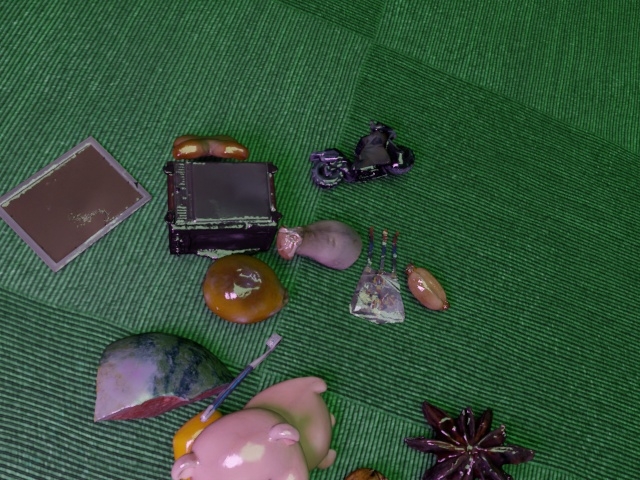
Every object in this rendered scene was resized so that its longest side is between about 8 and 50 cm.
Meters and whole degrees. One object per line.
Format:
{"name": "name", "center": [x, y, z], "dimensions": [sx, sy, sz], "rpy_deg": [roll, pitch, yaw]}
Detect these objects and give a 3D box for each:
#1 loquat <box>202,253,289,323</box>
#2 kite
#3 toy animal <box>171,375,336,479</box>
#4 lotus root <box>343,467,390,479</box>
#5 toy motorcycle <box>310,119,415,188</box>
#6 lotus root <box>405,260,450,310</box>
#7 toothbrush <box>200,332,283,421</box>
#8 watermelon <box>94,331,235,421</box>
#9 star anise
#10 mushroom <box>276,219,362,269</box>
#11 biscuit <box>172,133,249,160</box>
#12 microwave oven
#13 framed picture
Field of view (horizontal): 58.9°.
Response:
{"name": "loquat", "center": [-0.164, 0.108, 1.243], "dimensions": [0.195, 0.152, 0.152], "rpy_deg": [13, 68, -1]}
{"name": "kite", "center": [0.148, 0.085, 1.399], "dimensions": [0.141, 0.015, 0.245], "rpy_deg": [12, 71, -11]}
{"name": "toy animal", "center": [-0.100, 0.426, 1.083], "dimensions": [0.345, 0.247, 0.278], "rpy_deg": [-15, 75, -19]}
{"name": "lotus root", "center": [0.064, 0.553, 1.167], "dimensions": [0.190, 0.094, 0.108], "rpy_deg": [-35, 75, -17]}
{"name": "toy motorcycle", "center": [0.102, -0.222, 1.454], "dimensions": [0.270, 0.106, 0.159], "rpy_deg": [-10, 69, -6]}
{"name": "lotus root", "center": [0.257, 0.115, 1.390], "dimensions": [0.073, 0.062, 0.150], "rpy_deg": [-37, 83, -30]}
{"name": "toothbrush", "center": [-0.158, 0.275, 1.178], "dimensions": [0.026, 0.024, 0.288], "rpy_deg": [38, 38, 8]}
{"name": "watermelon", "center": [-0.320, 0.274, 1.125], "dimensions": [0.255, 0.260, 0.176], "rpy_deg": [17, 79, 10]}
{"name": "star anise", "center": [0.323, 0.466, 1.252], "dimensions": [0.282, 0.129, 0.212], "rpy_deg": [5, 63, -4]}
{"name": "mushroom", "center": [0.000, 0.000, 1.325], "dimensions": [0.225, 0.093, 0.116], "rpy_deg": [16, 74, -45]}
{"name": "biscuit", "center": [-0.259, -0.217, 1.313], "dimensions": [0.164, 0.208, 0.047], "rpy_deg": [-3, 105, -14]}
{"name": "microwave oven", "center": [-0.223, -0.067, 1.273], "dimensions": [0.247, 0.178, 0.188], "rpy_deg": [-1, 68, -14]}
{"name": "framed picture", "center": [-0.556, -0.088, 1.281], "dimensions": [0.216, 0.016, 0.273], "rpy_deg": [45, 66, 5]}
